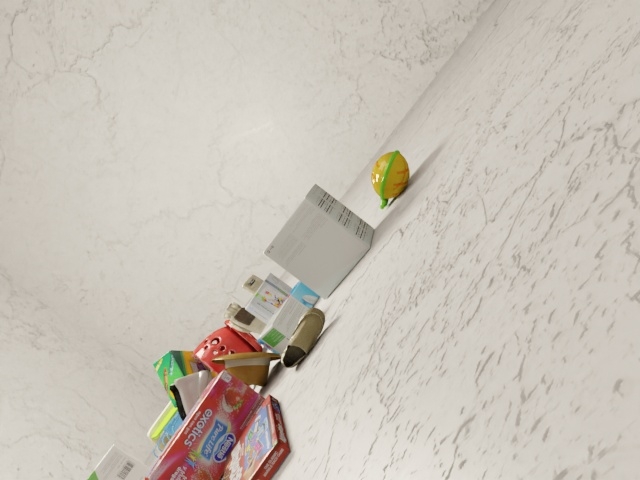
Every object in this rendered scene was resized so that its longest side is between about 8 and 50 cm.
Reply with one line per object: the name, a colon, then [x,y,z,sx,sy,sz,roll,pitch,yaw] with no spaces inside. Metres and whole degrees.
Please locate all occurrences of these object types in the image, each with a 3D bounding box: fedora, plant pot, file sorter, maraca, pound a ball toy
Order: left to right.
file sorter: [-0.434,0.622,1.551,0.170,0.118,0.104,-51,8,32]
pound a ball toy: [-0.482,0.667,1.834,0.208,0.136,0.319,-23,17,23]
plant pot: [-0.306,0.377,1.670,0.174,0.191,0.191,-49,3,-17]
fedora: [-0.181,0.326,1.228,0.194,0.194,0.079,136,133,-63]
maraca: [0.187,-0.162,1.325,0.127,0.099,0.186,-58,-19,-25]

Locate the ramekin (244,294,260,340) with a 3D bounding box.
ramekin: [-0.288,0.348,2.082,0.273,0.127,0.273,-52,5,7]

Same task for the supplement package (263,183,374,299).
supplement package: [0.000,0.000,1.285,0.194,0.203,0.149,-51,5,22]

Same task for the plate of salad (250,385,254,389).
plate of salad: [-0.255,0.452,1.386,0.199,0.048,0.200,-33,23,16]

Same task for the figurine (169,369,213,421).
figurine: [-0.305,0.447,1.240,0.092,0.210,0.215,-11,-16,-25]

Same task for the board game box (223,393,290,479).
board game box: [-0.114,0.361,0.834,0.145,0.027,0.281,-55,5,-8]

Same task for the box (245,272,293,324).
box: [-0.145,0.202,1.602,0.038,0.145,0.186,-52,4,32]

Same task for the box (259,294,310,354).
box: [-0.080,0.212,1.214,0.101,0.087,0.102,-48,8,50]

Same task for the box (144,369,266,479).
box: [-0.242,0.423,1.050,0.257,0.122,0.128,-56,6,-33]

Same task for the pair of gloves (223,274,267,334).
pair of gloves: [-0.201,0.231,1.679,0.240,0.204,0.042,-61,-13,-49]

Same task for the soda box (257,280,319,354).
soda box: [-0.084,0.211,1.374,0.210,0.071,0.067,-55,6,-24]

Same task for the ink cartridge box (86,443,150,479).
ink cartridge box: [-0.507,0.671,1.283,0.093,0.219,0.160,-53,2,42]

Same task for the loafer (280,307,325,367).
loafer: [-0.036,0.210,1.030,0.148,0.056,0.050,-63,4,10]

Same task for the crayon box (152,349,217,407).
crayon box: [-0.432,0.469,1.683,0.081,0.165,0.278,-37,-20,4]
